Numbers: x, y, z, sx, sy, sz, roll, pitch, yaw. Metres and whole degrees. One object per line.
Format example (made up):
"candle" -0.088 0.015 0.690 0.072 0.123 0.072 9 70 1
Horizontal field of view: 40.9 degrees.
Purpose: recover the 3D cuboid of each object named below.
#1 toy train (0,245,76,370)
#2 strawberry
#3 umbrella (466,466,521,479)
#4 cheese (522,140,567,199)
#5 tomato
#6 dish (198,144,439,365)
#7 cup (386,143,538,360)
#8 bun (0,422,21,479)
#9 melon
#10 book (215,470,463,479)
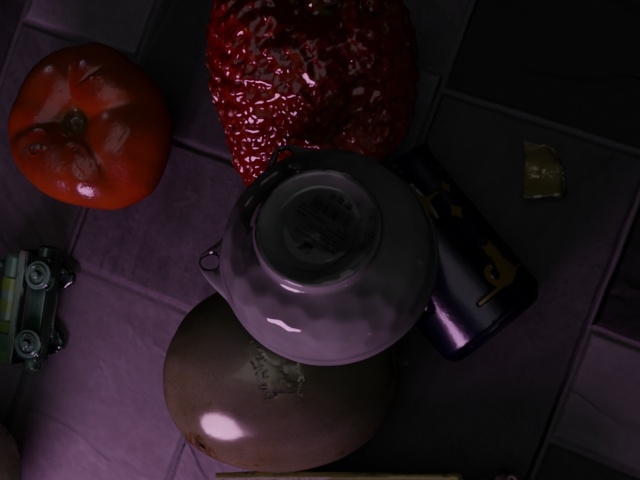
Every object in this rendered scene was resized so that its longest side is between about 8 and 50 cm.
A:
"toy train" -0.472 0.104 1.372 0.132 0.083 0.200 8 88 18
"strawberry" -0.022 -0.203 1.189 0.312 0.267 0.351 24 112 31
"umbrella" 0.310 0.470 1.139 0.106 0.113 0.358 -33 79 -12
"cheese" 0.312 -0.101 1.204 0.060 0.041 0.084 -4 97 21
"tomato" -0.338 -0.168 1.300 0.259 0.180 0.260 -1 87 11
"dish" 0.000 0.000 1.017 0.303 0.120 0.303 -2 71 6
"cup" 0.126 0.046 1.160 0.255 0.178 0.256 -36 80 -12
"bun" -0.580 0.345 1.339 0.293 0.187 0.293 7 112 17
"melon" -0.046 0.178 1.165 0.330 0.268 0.269 -2 87 7
"book" 0.032 0.423 1.201 0.352 0.035 0.239 -3 111 15
